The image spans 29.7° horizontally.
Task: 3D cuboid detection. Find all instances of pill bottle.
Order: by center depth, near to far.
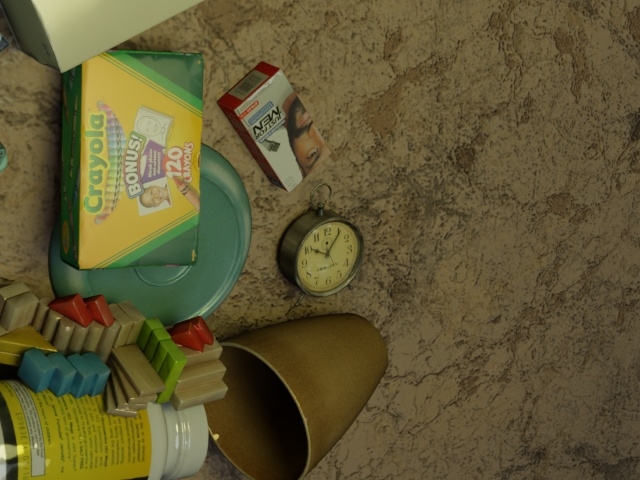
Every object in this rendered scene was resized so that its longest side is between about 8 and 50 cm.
[{"bbox_3d":[-0.331,0.274,1.640,0.333,0.188,0.188,-2,111,-35],"label":"pill bottle"}]

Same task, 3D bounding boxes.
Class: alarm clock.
[{"bbox_3d":[0.000,0.000,1.839,0.129,0.064,0.192,-15,121,-30],"label":"alarm clock"}]

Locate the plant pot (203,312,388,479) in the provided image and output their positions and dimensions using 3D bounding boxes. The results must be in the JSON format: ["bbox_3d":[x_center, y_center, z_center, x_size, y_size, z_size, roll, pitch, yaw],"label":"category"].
[{"bbox_3d":[-0.019,0.215,1.837,0.254,0.237,0.237,-27,125,-41],"label":"plant pot"}]

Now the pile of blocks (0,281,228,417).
[{"bbox_3d":[-0.283,0.137,1.587,0.362,0.149,0.113,9,127,-23],"label":"pile of blocks"}]

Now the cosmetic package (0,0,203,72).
[{"bbox_3d":[-0.236,-0.335,1.461,0.296,0.153,0.129,-33,124,-22],"label":"cosmetic package"}]

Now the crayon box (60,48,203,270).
[{"bbox_3d":[-0.245,-0.106,1.559,0.165,0.081,0.279,-2,100,-29],"label":"crayon box"}]

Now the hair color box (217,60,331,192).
[{"bbox_3d":[-0.064,-0.162,1.727,0.093,0.053,0.167,-44,130,-13],"label":"hair color box"}]

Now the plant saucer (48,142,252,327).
[{"bbox_3d":[-0.225,0.011,1.695,0.317,0.043,0.318,-15,118,-30],"label":"plant saucer"}]

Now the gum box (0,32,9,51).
[{"bbox_3d":[-0.480,-0.247,1.393,0.157,0.041,0.184,-45,129,-10],"label":"gum box"}]

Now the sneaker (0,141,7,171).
[{"bbox_3d":[-0.479,-0.022,1.453,0.283,0.110,0.122,-48,154,5],"label":"sneaker"}]
